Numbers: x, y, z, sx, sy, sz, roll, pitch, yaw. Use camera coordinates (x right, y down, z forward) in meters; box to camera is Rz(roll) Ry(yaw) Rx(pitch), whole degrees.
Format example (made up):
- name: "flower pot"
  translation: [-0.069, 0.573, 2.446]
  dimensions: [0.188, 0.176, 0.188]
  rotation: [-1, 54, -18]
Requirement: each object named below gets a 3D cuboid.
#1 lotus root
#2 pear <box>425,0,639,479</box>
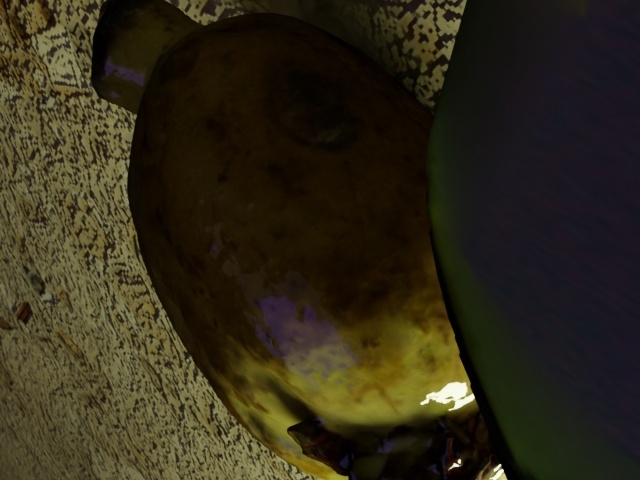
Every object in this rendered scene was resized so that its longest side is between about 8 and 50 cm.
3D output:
- name: "lotus root"
  translation: [0.000, 0.000, 0.798]
  dimensions: [0.314, 0.141, 0.169]
  rotation: [55, 156, 16]
- name: "pear"
  translation: [0.221, 0.040, 0.395]
  dimensions: [0.399, 0.165, 0.399]
  rotation: [40, 150, 29]
